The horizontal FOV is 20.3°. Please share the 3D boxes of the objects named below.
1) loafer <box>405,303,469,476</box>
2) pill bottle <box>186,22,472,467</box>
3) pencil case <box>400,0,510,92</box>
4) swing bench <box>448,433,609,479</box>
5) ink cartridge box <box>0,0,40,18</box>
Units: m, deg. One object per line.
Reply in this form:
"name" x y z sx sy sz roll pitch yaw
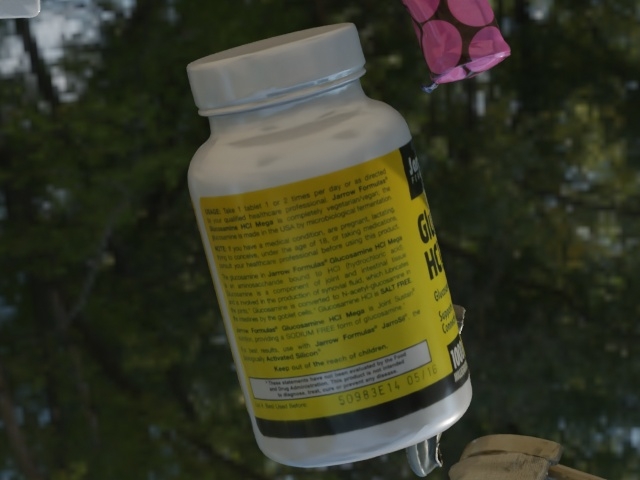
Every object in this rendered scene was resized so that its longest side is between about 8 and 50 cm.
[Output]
"loafer" 0.141 0.180 2.179 0.087 0.251 0.094 -4 -149 -4
"pill bottle" 0.000 0.000 1.465 0.188 0.334 0.188 -14 -170 3
"pencil case" 0.105 -0.254 1.716 0.095 0.209 0.098 -21 180 14
"swing bench" 0.211 0.342 1.699 0.254 0.165 0.253 24 -116 3
"ink cartridge box" -0.236 -0.236 1.151 0.104 0.180 0.060 -4 -160 -16
